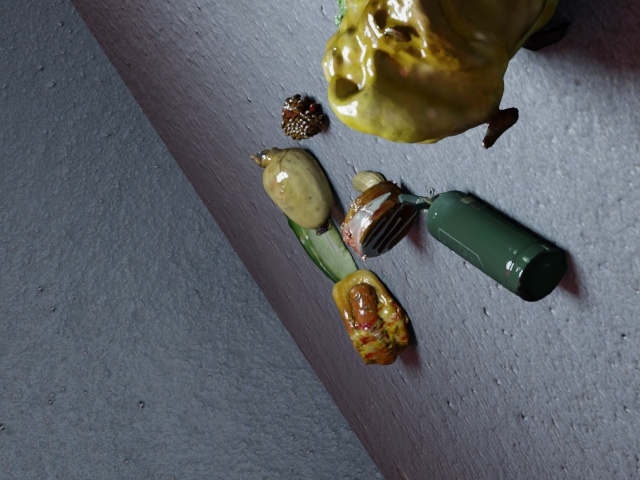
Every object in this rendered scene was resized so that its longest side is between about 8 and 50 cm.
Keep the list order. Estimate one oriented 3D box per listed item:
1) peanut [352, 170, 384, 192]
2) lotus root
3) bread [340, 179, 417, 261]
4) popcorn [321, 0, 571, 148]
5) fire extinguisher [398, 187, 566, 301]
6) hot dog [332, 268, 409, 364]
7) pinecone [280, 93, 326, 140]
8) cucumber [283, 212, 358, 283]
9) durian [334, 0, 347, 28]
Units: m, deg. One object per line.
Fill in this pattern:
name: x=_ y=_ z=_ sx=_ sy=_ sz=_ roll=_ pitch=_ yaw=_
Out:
peanut: x=0.099 y=-0.120 z=1.817 sx=0.054 sy=0.054 sz=0.113 roll=63 pitch=167 yaw=-17
lotus root: x=-0.052 y=-0.132 z=2.097 sx=0.257 sy=0.140 sz=0.154 roll=53 pitch=-165 yaw=-8
bread: x=0.116 y=-0.038 z=1.721 sx=0.073 sy=0.160 sz=0.160 roll=47 pitch=161 yaw=26
popcorn: x=0.131 y=-0.258 z=0.992 sx=0.281 sy=0.297 sz=0.316 roll=44 pitch=-163 yaw=-3
fire extinguisher: x=0.255 y=-0.010 z=1.434 sx=0.311 sy=0.114 sz=0.095 roll=42 pitch=129 yaw=50
hot dog: x=0.135 y=0.206 z=2.169 sx=0.257 sy=0.150 sz=0.153 roll=64 pitch=174 yaw=-19
pinecone: x=-0.046 y=-0.266 z=1.893 sx=0.109 sy=0.102 sz=0.102 roll=46 pitch=161 yaw=48
cucumber: x=-0.002 y=0.001 z=2.273 sx=0.325 sy=0.105 sz=0.145 roll=59 pitch=164 yaw=-12
durian: x=0.067 y=-0.367 z=1.340 sx=0.086 sy=0.100 sz=0.215 roll=41 pitch=167 yaw=39
